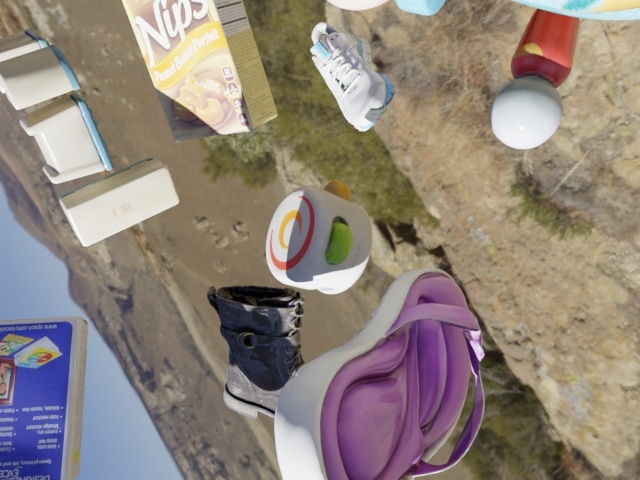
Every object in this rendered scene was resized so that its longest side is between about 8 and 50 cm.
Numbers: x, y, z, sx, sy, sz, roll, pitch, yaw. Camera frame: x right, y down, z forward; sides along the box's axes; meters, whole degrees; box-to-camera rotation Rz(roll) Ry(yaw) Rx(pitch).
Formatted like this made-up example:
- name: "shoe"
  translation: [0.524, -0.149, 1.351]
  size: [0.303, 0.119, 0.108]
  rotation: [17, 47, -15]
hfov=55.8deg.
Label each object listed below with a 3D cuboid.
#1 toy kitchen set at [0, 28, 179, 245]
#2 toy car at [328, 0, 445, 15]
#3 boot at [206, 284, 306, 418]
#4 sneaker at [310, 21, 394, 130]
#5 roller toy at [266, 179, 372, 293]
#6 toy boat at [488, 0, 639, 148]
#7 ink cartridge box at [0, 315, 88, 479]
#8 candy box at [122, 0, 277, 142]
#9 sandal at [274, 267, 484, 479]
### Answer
- name: "toy kitchen set"
  translation: [-0.279, -0.133, 0.703]
  size: [0.166, 0.122, 0.207]
  rotation: [35, 146, 47]
- name: "toy car"
  translation: [0.054, -0.409, 0.672]
  size: [0.219, 0.210, 0.238]
  rotation: [27, 162, 29]
- name: "boot"
  translation: [-0.045, 0.176, 0.923]
  size: [0.091, 0.263, 0.228]
  rotation: [-74, -10, -60]
- name: "sneaker"
  translation: [0.026, -0.204, 0.731]
  size: [0.083, 0.071, 0.190]
  rotation: [26, -150, -34]
- name: "roller toy"
  translation: [0.000, 0.000, 1.162]
  size: [0.191, 0.146, 0.209]
  rotation: [-48, 42, 31]
- name: "toy boat"
  translation: [0.187, -0.195, 0.464]
  size: [0.268, 0.148, 0.318]
  rotation: [18, 167, 17]
- name: "ink cartridge box"
  translation: [-0.494, 0.267, 0.853]
  size: [0.072, 0.304, 0.307]
  rotation: [97, 171, -71]
- name: "candy box"
  translation: [-0.209, -0.335, 1.012]
  size: [0.183, 0.087, 0.316]
  rotation: [-3, 116, 32]
- name: "sandal"
  translation: [0.104, 0.130, 0.558]
  size: [0.102, 0.416, 0.169]
  rotation: [-14, 96, 29]
